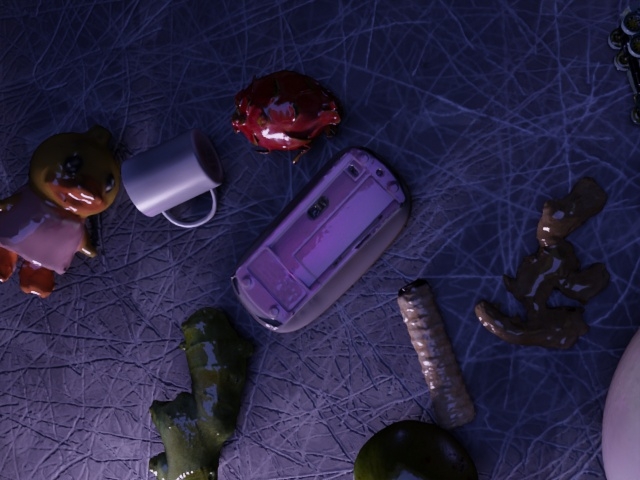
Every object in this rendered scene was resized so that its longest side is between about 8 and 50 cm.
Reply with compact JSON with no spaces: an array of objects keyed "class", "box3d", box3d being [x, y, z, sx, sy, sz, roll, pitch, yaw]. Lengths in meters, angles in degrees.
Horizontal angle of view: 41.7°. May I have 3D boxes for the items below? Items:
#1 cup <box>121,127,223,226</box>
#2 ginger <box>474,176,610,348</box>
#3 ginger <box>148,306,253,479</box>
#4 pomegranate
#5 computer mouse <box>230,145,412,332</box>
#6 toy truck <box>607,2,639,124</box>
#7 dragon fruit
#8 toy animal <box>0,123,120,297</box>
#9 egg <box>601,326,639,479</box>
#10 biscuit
[{"class":"cup","box3d":[-0.223,-0.096,1.326,0.133,0.136,0.099,-24,50,13]},{"class":"ginger","box3d":[0.341,0.040,1.179,0.149,0.065,0.258,32,92,1]},{"class":"ginger","box3d":[-0.192,0.251,1.310,0.137,0.089,0.289,23,98,22]},{"class":"pomegranate","box3d":[0.116,0.346,1.164,0.179,0.211,0.179,3,95,40]},{"class":"computer mouse","box3d":[0.000,0.000,1.263,0.158,0.072,0.310,46,101,12]},{"class":"toy truck","box3d":[0.463,-0.241,1.136,0.100,0.077,0.168,-15,83,1]},{"class":"dragon fruit","box3d":[-0.047,-0.194,1.254,0.166,0.133,0.136,-4,131,17]},{"class":"toy animal","box3d":[-0.417,-0.060,1.341,0.281,0.195,0.169,-50,38,14]},{"class":"egg","box3d":[0.502,0.234,0.999,0.354,0.354,0.340,45,121,11]},{"class":"biscuit","box3d":[0.165,0.165,1.226,0.061,0.055,0.219,-20,84,-1]}]
